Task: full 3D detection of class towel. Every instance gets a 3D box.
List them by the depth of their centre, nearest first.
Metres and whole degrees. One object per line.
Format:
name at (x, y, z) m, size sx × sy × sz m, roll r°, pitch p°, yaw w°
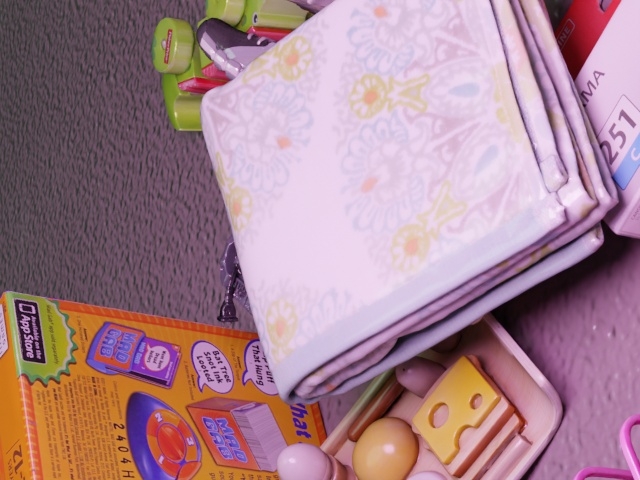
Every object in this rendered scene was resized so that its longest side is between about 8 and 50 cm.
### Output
towel at (0.065, -0.069, 1.529) m, size 0.374 × 0.090 × 0.320 m, roll -32°, pitch 60°, yaw 32°

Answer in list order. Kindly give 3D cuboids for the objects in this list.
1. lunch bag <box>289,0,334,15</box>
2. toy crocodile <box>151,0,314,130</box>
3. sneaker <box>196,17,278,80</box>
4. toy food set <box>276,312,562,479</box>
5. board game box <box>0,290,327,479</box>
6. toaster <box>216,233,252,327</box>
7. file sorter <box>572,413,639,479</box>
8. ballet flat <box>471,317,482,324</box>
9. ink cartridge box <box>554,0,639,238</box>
lunch bag at (0.025, -0.308, 1.715) m, size 0.169 × 0.235 × 0.287 m, roll -44°, pitch 45°, yaw 35°
toy crocodile at (-0.097, -0.229, 1.999) m, size 0.340 × 0.115 × 0.105 m, roll -32°, pitch 60°, yaw 52°
sneaker at (-0.019, -0.200, 1.860) m, size 0.229 × 0.086 × 0.132 m, roll 41°, pitch 107°, yaw 17°
toy food set at (0.066, 0.183, 1.590) m, size 0.306 × 0.092 × 0.220 m, roll -53°, pitch 39°, yaw 12°
board game box at (-0.217, 0.317, 1.789) m, size 0.356 × 0.356 × 0.356 m, roll -48°, pitch 43°, yaw 38°
toaster at (0.000, 0.000, 1.745) m, size 0.129 × 0.146 × 0.227 m, roll 40°, pitch 113°, yaw 55°
file sorter at (0.331, 0.157, 1.148) m, size 0.290 × 0.182 × 0.202 m, roll -52°, pitch 41°, yaw 36°
ballet flat at (0.159, -0.043, 1.569) m, size 0.086 × 0.086 × 0.248 m, roll -29°, pitch 56°, yaw 51°
ink cartridge box at (0.277, -0.191, 1.448) m, size 0.296 × 0.066 × 0.261 m, roll -62°, pitch 37°, yaw 26°
